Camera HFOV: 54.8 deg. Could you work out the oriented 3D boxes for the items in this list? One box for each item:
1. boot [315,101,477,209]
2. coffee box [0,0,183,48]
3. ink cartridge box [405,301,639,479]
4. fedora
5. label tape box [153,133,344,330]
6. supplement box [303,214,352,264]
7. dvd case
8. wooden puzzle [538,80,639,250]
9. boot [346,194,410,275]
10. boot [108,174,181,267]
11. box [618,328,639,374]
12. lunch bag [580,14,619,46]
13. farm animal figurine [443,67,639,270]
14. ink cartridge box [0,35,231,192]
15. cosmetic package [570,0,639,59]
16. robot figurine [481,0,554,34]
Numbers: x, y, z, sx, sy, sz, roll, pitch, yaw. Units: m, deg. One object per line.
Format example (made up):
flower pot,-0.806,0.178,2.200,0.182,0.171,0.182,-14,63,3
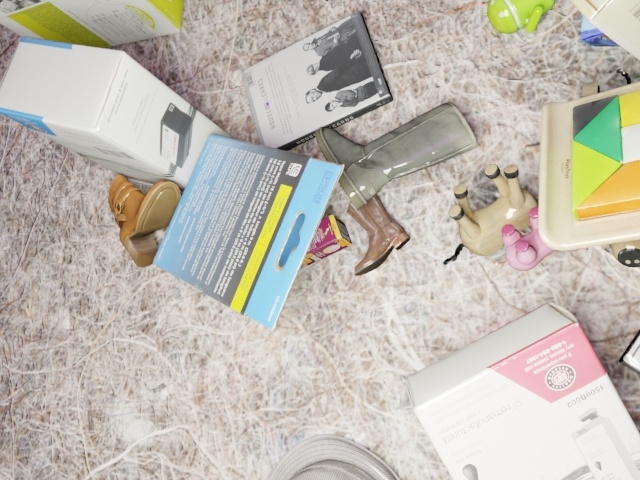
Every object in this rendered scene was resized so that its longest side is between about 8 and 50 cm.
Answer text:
boot,0.111,-0.159,0.962,0.208,0.076,0.190,-34,56,9
coffee box,-0.476,-0.594,1.158,0.334,0.338,0.338,-4,77,21
ink cartridge box,0.258,0.248,0.716,0.207,0.117,0.283,-30,93,6
fedora,0.009,0.410,0.846,0.244,0.124,0.275,-48,66,6
label tape box,-0.092,-0.016,0.940,0.333,0.105,0.241,21,87,45
supplement box,0.000,0.000,0.982,0.083,0.055,0.043,-26,69,16
dvd case,-0.012,-0.266,1.059,0.238,0.029,0.180,-22,69,17
wooden puzzle,0.357,-0.101,0.660,0.238,0.044,0.221,-8,52,32
boot,0.067,-0.015,0.967,0.106,0.037,0.114,-36,70,-3
boot,-0.322,-0.068,1.088,0.152,0.072,0.197,55,129,29
box,0.515,0.073,0.735,0.169,0.087,0.290,33,92,25
lunch bag,0.494,-0.391,0.845,0.293,0.138,0.221,-1,78,39
farm animal figurine,0.363,-0.059,0.785,0.330,0.172,0.327,14,65,43
ink cartridge box,-0.326,-0.192,1.022,0.223,0.307,0.129,14,82,25
cosmetic package,0.353,-0.382,0.799,0.113,0.160,0.310,-48,44,33
robot figurine,0.304,-0.360,0.932,0.115,0.067,0.101,-31,64,13
